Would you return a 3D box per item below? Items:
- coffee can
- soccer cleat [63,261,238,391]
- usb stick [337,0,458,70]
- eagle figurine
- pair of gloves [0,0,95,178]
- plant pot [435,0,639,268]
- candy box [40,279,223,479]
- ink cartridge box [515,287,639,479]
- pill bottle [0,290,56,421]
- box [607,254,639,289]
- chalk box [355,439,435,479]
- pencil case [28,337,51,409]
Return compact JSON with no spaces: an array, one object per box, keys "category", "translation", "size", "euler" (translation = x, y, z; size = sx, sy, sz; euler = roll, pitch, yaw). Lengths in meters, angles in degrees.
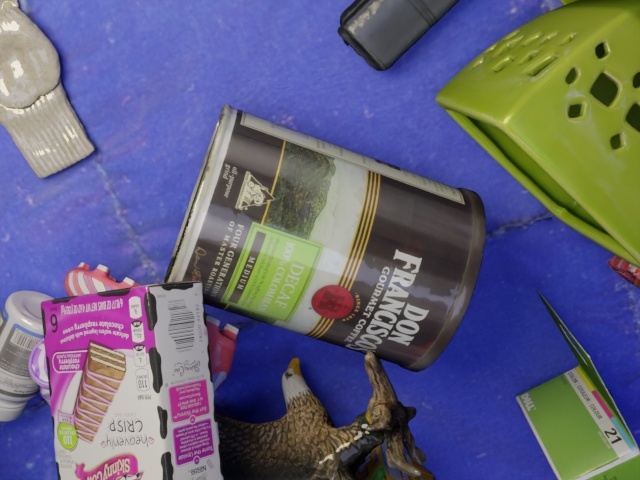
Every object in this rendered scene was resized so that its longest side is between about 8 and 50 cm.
[{"category":"coffee can","translation":[0.000,0.000,0.841],"size":[0.275,0.201,0.201],"euler":[18,108,-10]},{"category":"soccer cleat","translation":[-0.195,0.094,0.856],"size":[0.083,0.248,0.095],"euler":[40,71,-56]},{"category":"usb stick","translation":[0.135,-0.288,0.828],"size":[0.278,0.045,0.077],"euler":[-43,107,10]},{"category":"eagle figurine","translation":[-0.043,0.229,0.895],"size":[0.298,0.225,0.226],"euler":[-20,106,9]},{"category":"pair of gloves","translation":[-0.378,-0.140,0.843],"size":[0.240,0.042,0.204],"euler":[-18,110,1]},{"category":"plant pot","translation":[0.283,-0.133,0.808],"size":[0.228,0.227,0.207],"euler":[41,96,-16]},{"category":"candy box","translation":[-0.173,0.161,0.748],"size":[0.159,0.071,0.233],"euler":[-10,86,37]},{"category":"ink cartridge box","translation":[0.291,0.208,0.949],"size":[0.097,0.189,0.255],"euler":[-29,108,8]},{"category":"pill bottle","translation":[-0.343,0.132,0.926],"size":[0.078,0.078,0.137],"euler":[27,106,-14]},{"category":"box","translation":[0.436,-0.035,0.843],"size":[0.128,0.122,0.257],"euler":[36,96,4]},{"category":"chalk box","translation":[0.038,0.361,1.013],"size":[0.213,0.132,0.132],"euler":[-44,108,10]},{"category":"pencil case","translation":[-0.259,0.190,0.917],"size":[0.086,0.088,0.206],"euler":[-15,133,-5]}]
